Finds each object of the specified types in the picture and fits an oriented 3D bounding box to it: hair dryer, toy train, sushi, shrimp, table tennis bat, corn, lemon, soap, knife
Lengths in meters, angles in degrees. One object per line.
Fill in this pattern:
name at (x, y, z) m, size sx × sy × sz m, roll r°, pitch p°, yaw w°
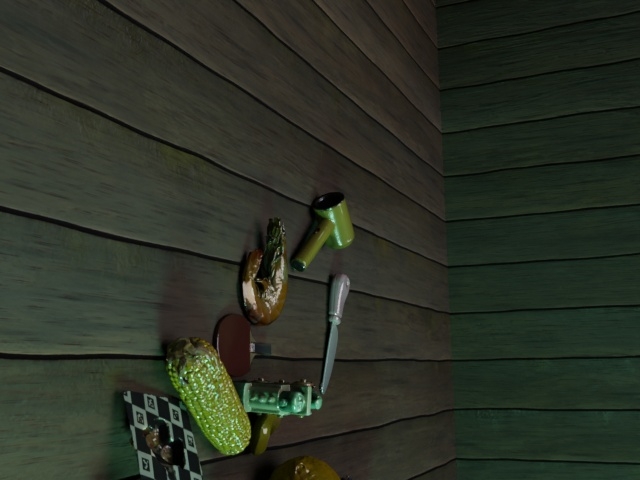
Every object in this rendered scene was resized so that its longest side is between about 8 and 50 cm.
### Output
hair dryer at (0.000, 0.000, 2.007) m, size 0.279 × 0.090 × 0.135 m, roll -54°, pitch 136°, yaw -48°
toy train at (-0.097, 0.318, 1.559) m, size 0.125 × 0.194 × 0.081 m, roll 15°, pitch 75°, yaw -59°
sushi at (-0.276, 0.357, 1.313) m, size 0.210 × 0.040 × 0.193 m, roll 42°, pitch 25°, yaw -62°
shrimp at (-0.121, 0.068, 1.722) m, size 0.150 × 0.068 × 0.249 m, roll 33°, pitch 60°, yaw -55°
table tennis bat at (-0.164, 0.224, 1.641) m, size 0.220 × 0.019 × 0.130 m, roll 24°, pitch 63°, yaw -62°
corn at (-0.200, 0.296, 1.440) m, size 0.106 × 0.106 × 0.293 m, roll -69°, pitch 146°, yaw -46°
lemon at (-0.031, 0.576, 1.667) m, size 0.188 × 0.188 × 0.257 m, roll -49°, pitch 134°, yaw -59°
soap at (-0.116, 0.397, 1.659) m, size 0.140 × 0.045 × 0.089 m, roll -52°, pitch 157°, yaw -61°
knife at (0.032, 0.251, 2.088) m, size 0.081 × 0.043 × 0.336 m, roll 52°, pitch 46°, yaw -62°

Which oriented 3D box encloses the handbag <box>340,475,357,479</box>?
handbag at (0.109, 0.745, 2.029) m, size 0.229 × 0.127 × 0.208 m, roll 51°, pitch 47°, yaw -53°
